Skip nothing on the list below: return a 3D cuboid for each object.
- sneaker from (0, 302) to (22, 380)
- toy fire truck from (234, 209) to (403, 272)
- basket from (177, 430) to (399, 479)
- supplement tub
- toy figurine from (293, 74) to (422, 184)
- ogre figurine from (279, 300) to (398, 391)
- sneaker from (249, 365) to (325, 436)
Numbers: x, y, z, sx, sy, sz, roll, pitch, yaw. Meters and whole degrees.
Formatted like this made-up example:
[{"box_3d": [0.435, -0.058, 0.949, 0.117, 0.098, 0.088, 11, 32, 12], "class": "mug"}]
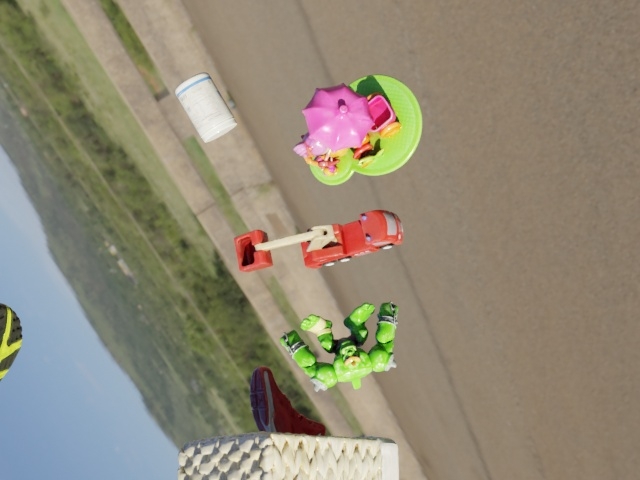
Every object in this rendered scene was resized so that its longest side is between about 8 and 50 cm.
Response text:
[{"box_3d": [-0.612, 0.251, 1.272, 0.147, 0.385, 0.145, 14, 146, 29], "class": "sneaker"}, {"box_3d": [0.000, 0.000, 1.104, 0.135, 0.192, 0.047, 15, -119, -64], "class": "toy fire truck"}, {"box_3d": [-0.062, 0.494, 1.421, 0.331, 0.266, 0.329, -20, 62, 50], "class": "basket"}, {"box_3d": [-0.202, -0.235, 1.493, 0.107, 0.071, 0.071, 59, 169, -3], "class": "supplement tub"}, {"box_3d": [0.020, -0.134, 1.034, 0.130, 0.173, 0.159, 60, -156, 11], "class": "toy figurine"}, {"box_3d": [0.045, 0.176, 1.390, 0.097, 0.197, 0.118, 112, 146, -50], "class": "ogre figurine"}, {"box_3d": [-0.066, 0.363, 1.763, 0.087, 0.128, 0.221, -17, 82, 62], "class": "sneaker"}]
